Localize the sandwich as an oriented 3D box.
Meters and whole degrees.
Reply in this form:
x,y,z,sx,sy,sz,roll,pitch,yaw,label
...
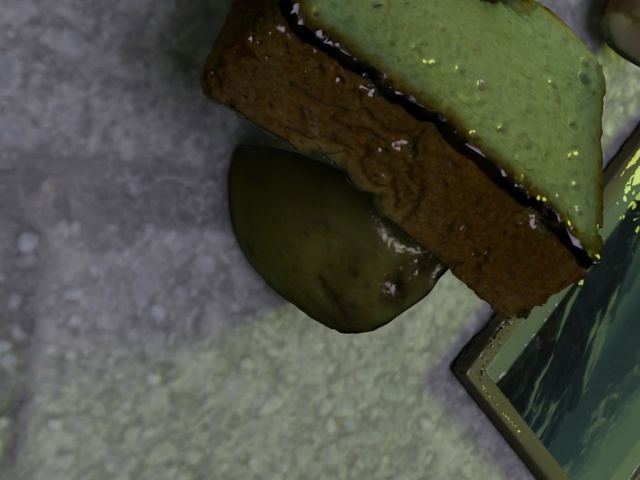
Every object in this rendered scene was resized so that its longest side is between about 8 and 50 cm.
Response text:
x,y,z,sx,sy,sz,roll,pitch,yaw,label
0.070,-0.118,1.014,0.273,0.095,0.249,37,40,-17,sandwich

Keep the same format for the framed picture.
x,y,z,sx,sy,sz,roll,pitch,yaw,label
0.276,0.064,1.317,0.335,0.022,0.247,-50,122,-18,framed picture

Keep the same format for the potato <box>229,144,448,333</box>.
x,y,z,sx,sy,sz,roll,pitch,yaw,label
0.000,0.000,1.040,0.120,0.149,0.081,40,70,-30,potato

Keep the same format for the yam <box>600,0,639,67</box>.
x,y,z,sx,sy,sz,roll,pitch,yaw,label
0.324,-0.306,1.254,0.081,0.081,0.357,33,78,-34,yam
